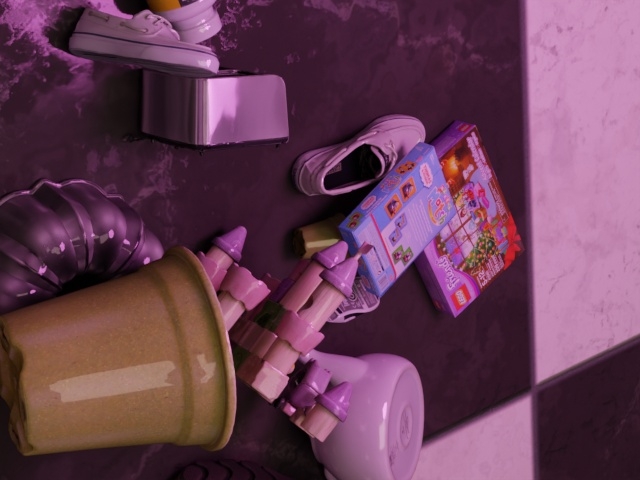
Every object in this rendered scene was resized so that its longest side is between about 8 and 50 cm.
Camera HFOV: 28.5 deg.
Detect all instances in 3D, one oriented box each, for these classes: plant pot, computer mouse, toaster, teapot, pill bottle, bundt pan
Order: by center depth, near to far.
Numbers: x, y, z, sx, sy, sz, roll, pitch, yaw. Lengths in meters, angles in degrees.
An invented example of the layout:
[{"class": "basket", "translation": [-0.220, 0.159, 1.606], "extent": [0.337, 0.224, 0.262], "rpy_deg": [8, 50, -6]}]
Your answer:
[{"class": "plant pot", "translation": [-0.277, 0.161, 1.620], "extent": [0.254, 0.276, 0.276], "rpy_deg": [-9, 109, -24]}, {"class": "pill bottle", "translation": [-0.203, -0.370, 1.757], "extent": [0.103, 0.103, 0.184], "rpy_deg": [-36, 122, -25]}, {"class": "bundt pan", "translation": [-0.346, 0.084, 1.770], "extent": [0.331, 0.124, 0.331], "rpy_deg": [-13, 112, -35]}, {"class": "toaster", "translation": [-0.162, -0.189, 1.806], "extent": [0.186, 0.168, 0.110], "rpy_deg": [-9, 107, -37]}, {"class": "plant pot", "translation": [0.000, 0.000, 2.054], "extent": [0.079, 0.083, 0.083], "rpy_deg": [-7, 108, -25]}, {"class": "computer mouse", "translation": [0.020, 0.111, 2.105], "extent": [0.193, 0.042, 0.106], "rpy_deg": [-11, 65, -41]}, {"class": "teapot", "translation": [0.059, 0.309, 2.128], "extent": [0.252, 0.187, 0.256], "rpy_deg": [23, 69, -66]}]

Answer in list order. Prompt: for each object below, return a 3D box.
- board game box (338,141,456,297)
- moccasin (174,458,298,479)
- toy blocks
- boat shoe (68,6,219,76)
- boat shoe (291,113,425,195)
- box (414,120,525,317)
[{"class": "board game box", "translation": [0.130, -0.034, 2.069], "extent": [0.211, 0.039, 0.160], "rpy_deg": [-45, 136, -22]}, {"class": "moccasin", "translation": [-0.070, 0.460, 2.071], "extent": [0.380, 0.139, 0.147], "rpy_deg": [19, 108, -28]}, {"class": "toy blocks", "translation": [-0.034, 0.109, 1.876], "extent": [0.309, 0.288, 0.260], "rpy_deg": [41, 81, -17]}, {"class": "boat shoe", "translation": [-0.237, -0.273, 1.691], "extent": [0.083, 0.226, 0.076], "rpy_deg": [25, 78, -71]}, {"class": "boat shoe", "translation": [0.081, -0.137, 2.062], "extent": [0.267, 0.088, 0.096], "rpy_deg": [-19, 114, -33]}, {"class": "box", "translation": [0.240, -0.036, 2.239], "extent": [0.201, 0.057, 0.293], "rpy_deg": [-42, 125, -20]}]
